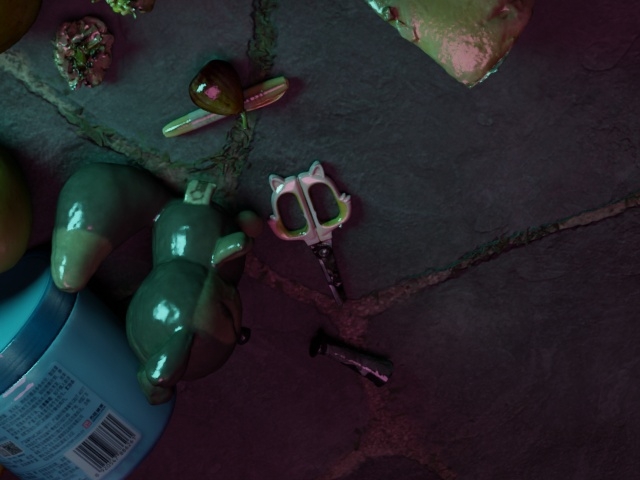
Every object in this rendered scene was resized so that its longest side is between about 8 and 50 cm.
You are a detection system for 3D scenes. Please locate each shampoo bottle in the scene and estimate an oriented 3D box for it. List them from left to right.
[{"bbox_3d":[-0.481,0.250,1.886,0.331,0.331,0.342,-32,119,14],"label":"shampoo bottle"}]

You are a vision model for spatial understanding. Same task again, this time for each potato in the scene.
[{"bbox_3d":[0.188,-0.400,1.623,0.264,0.211,0.189,32,115,-18],"label":"potato"}]

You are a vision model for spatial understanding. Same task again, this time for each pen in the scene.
[{"bbox_3d":[-0.159,-0.223,1.799,0.233,0.032,0.040,-22,126,10],"label":"pen"}]

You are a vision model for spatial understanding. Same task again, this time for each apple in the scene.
[{"bbox_3d":[-0.621,-0.049,1.736,0.292,0.292,0.254,-10,118,1],"label":"apple"}]

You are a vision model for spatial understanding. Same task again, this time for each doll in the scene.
[{"bbox_3d":[-0.294,0.083,1.814,0.379,0.382,0.252,17,149,-1],"label":"doll"}]

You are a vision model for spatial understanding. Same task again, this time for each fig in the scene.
[{"bbox_3d":[-0.155,-0.236,1.747,0.125,0.089,0.089,43,110,-8],"label":"fig"}]

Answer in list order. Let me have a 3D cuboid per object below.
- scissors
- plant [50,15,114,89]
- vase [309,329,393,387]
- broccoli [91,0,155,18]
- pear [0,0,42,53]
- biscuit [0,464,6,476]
[{"bbox_3d":[0.000,0.000,1.956,0.160,0.024,0.317,-17,122,5],"label":"scissors"},{"bbox_3d":[-0.374,-0.293,1.687,0.105,0.122,0.116,-16,115,-9],"label":"plant"},{"bbox_3d":[0.059,0.233,2.087,0.167,0.059,0.059,27,116,-19],"label":"vase"},{"bbox_3d":[-0.323,-0.454,1.535,0.180,0.273,0.242,17,124,24],"label":"broccoli"},{"bbox_3d":[-0.559,-0.407,1.482,0.352,0.352,0.413,34,123,-23],"label":"pear"},{"bbox_3d":[-0.765,0.406,2.106,0.296,0.075,0.295,-4,118,-8],"label":"biscuit"}]
